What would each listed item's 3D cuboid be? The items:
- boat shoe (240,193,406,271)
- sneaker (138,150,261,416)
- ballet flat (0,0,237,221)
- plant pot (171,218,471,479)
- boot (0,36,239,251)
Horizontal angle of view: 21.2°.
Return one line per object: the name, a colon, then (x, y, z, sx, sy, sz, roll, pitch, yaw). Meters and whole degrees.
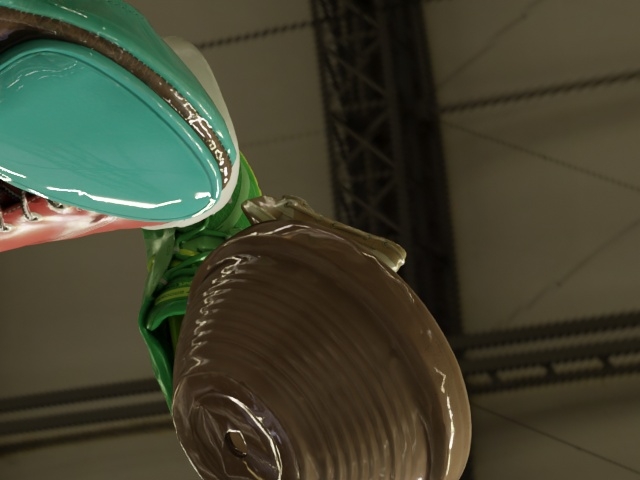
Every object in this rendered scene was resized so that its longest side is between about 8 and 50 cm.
boat shoe: (0.000, -0.001, 1.209, 0.048, 0.056, 0.153, -42, -144, -15)
sneaker: (-0.094, 0.032, 1.401, 0.109, 0.123, 0.295, -11, -96, 3)
ballet flat: (-0.123, -0.080, 0.570, 0.083, 0.247, 0.087, -29, -124, 34)
plant pot: (-0.022, 0.114, 1.170, 0.237, 0.237, 0.110, 29, -136, 26)
boot: (-0.152, -0.024, 0.808, 0.176, 0.244, 0.088, -19, -88, -27)
